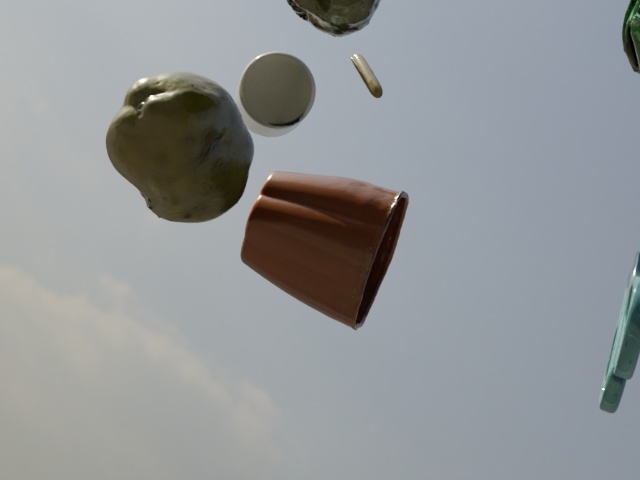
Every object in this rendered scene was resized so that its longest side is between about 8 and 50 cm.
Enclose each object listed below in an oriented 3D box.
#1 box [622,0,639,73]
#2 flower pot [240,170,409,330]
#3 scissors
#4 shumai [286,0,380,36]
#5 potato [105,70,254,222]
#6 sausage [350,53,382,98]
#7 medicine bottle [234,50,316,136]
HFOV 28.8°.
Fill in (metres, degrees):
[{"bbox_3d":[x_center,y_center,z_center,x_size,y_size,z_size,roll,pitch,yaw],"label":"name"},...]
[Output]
[{"bbox_3d":[0.415,-0.214,1.122,0.250,0.180,0.103,17,-16,30],"label":"box"},{"bbox_3d":[0.000,0.000,1.563,0.173,0.191,0.191,18,-26,9],"label":"flower pot"},{"bbox_3d":[0.414,0.012,1.587,0.029,0.447,0.193,14,-40,11],"label":"scissors"},{"bbox_3d":[-0.089,-0.401,1.324,0.323,0.397,0.324,1,-50,-11],"label":"shumai"},{"bbox_3d":[-0.160,-0.112,1.464,0.137,0.155,0.200,-6,-32,23],"label":"potato"},{"bbox_3d":[0.080,-0.283,2.136,0.024,0.024,0.132,59,4,-40],"label":"sausage"},{"bbox_3d":[-0.090,-0.268,2.355,0.143,0.143,0.258,40,-6,-4],"label":"medicine bottle"}]
